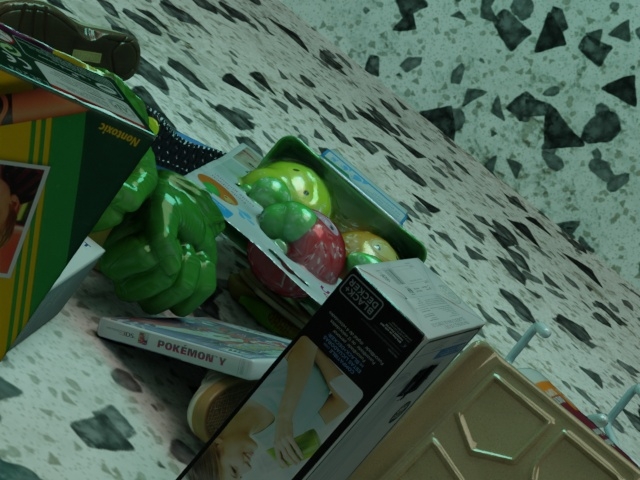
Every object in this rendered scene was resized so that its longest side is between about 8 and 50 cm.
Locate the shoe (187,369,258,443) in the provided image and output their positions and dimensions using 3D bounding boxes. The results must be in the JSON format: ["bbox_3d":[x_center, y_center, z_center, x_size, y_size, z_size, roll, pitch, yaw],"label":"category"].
[{"bbox_3d":[-0.084,0.163,1.548,0.058,0.077,0.219,7,4,23],"label":"shoe"}]

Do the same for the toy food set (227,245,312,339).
[{"bbox_3d":[-0.059,0.078,1.867,0.132,0.038,0.192,39,5,-18],"label":"toy food set"}]

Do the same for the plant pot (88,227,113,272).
[{"bbox_3d":[-0.227,-0.037,1.700,0.134,0.095,0.134,34,17,-12],"label":"plant pot"}]

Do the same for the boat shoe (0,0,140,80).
[{"bbox_3d":[-0.363,-0.264,2.067,0.095,0.095,0.257,21,3,40],"label":"boat shoe"}]

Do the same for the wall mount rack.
[{"bbox_3d":[0.386,0.258,2.148,0.350,0.130,0.304,31,18,-20],"label":"wall mount rack"}]

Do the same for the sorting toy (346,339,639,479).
[{"bbox_3d":[0.132,0.263,1.424,0.229,0.307,0.041,42,-24,15],"label":"sorting toy"}]

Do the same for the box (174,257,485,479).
[{"bbox_3d":[-0.002,0.151,1.335,0.087,0.290,0.169,45,16,15],"label":"box"}]

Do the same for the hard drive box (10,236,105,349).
[{"bbox_3d":[-0.321,0.011,1.390,0.181,0.089,0.232,39,16,0],"label":"hard drive box"}]

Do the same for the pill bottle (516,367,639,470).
[{"bbox_3d":[0.270,0.333,1.535,0.392,0.224,0.224,45,18,21],"label":"pill bottle"}]

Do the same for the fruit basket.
[{"bbox_3d":[0.000,0.000,1.846,0.327,0.165,0.353,40,8,1],"label":"fruit basket"}]

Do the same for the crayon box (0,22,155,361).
[{"bbox_3d":[-0.347,-0.029,1.042,0.363,0.313,0.106,23,19,-41],"label":"crayon box"}]

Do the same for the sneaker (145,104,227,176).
[{"bbox_3d":[-0.200,-0.113,2.044,0.209,0.069,0.082,29,-16,-2],"label":"sneaker"}]

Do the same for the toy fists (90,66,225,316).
[{"bbox_3d":[-0.191,-0.038,1.565,0.279,0.096,0.142,56,42,-37],"label":"toy fists"}]

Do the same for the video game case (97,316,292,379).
[{"bbox_3d":[-0.095,0.107,1.577,0.183,0.023,0.201,13,4,28],"label":"video game case"}]
